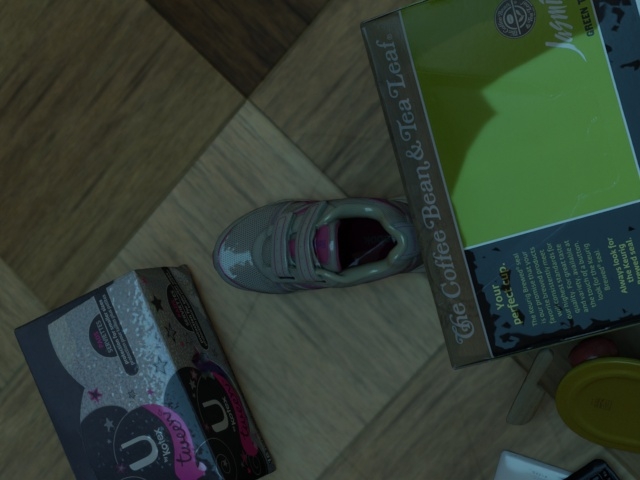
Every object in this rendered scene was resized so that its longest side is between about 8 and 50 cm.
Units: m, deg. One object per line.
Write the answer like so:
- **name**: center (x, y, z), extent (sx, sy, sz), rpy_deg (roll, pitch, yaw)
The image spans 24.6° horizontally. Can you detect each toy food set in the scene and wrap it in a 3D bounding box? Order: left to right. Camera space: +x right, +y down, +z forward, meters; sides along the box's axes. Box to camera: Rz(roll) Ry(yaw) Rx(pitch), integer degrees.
- **toy food set**: center (0.298, 0.137, 1.408), extent (0.217, 0.071, 0.128), rpy_deg (12, 135, 6)

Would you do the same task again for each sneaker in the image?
- **sneaker**: center (0.000, 0.000, 1.494), extent (0.252, 0.111, 0.103), rpy_deg (-10, 88, 19)

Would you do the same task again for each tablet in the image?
- **tablet**: center (0.216, 0.250, 1.484), extent (0.083, 0.006, 0.054), rpy_deg (17, 97, 18)

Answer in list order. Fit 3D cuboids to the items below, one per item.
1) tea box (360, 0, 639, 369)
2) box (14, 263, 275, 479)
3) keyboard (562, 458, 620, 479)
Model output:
- **tea box**: center (0.249, -0.083, 1.350), extent (0.323, 0.220, 0.329), rpy_deg (-15, 86, 18)
- **box**: center (-0.182, 0.168, 1.545), extent (0.163, 0.142, 0.247), rpy_deg (-26, 84, 18)
- **keyboard**: center (0.231, 0.308, 1.460), extent (0.192, 0.038, 0.100), rpy_deg (-39, 85, 18)
